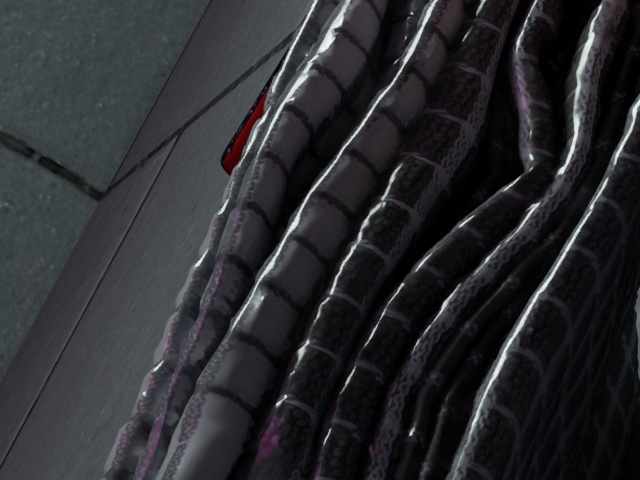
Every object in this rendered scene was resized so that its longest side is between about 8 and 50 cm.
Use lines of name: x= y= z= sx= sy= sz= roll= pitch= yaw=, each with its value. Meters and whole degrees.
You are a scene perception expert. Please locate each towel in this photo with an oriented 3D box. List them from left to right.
towel: x=0.027 y=0.068 z=0.588 sx=0.235 sy=0.121 sz=0.283 roll=87 pitch=-158 yaw=-54

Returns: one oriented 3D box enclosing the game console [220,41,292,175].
game console: x=-0.007 y=-0.108 z=1.482 sx=0.144 sy=0.124 sz=0.085 roll=-58 pitch=38 yaw=13
